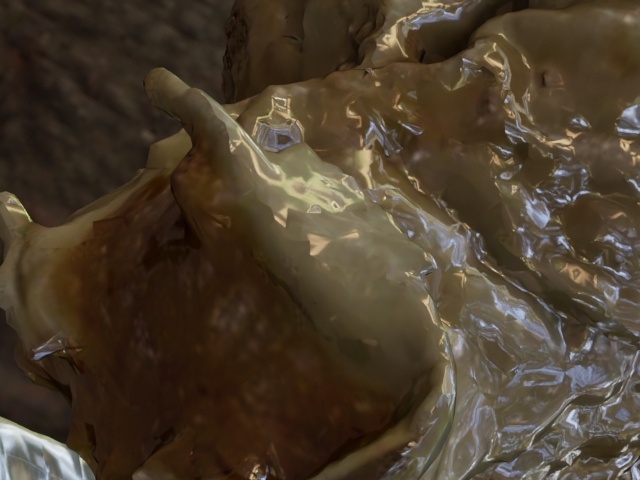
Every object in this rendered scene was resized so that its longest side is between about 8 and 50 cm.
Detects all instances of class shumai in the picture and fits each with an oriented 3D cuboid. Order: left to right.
[{"bbox_3d":[0.024,0.055,0.668,0.262,0.267,0.314,-46,148,-47],"label":"shumai"}]

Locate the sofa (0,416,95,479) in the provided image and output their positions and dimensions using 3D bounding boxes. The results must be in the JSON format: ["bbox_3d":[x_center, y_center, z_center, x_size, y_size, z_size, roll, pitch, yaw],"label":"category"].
[{"bbox_3d":[-0.159,0.142,1.001,0.210,0.225,0.176,-40,-133,30],"label":"sofa"}]
